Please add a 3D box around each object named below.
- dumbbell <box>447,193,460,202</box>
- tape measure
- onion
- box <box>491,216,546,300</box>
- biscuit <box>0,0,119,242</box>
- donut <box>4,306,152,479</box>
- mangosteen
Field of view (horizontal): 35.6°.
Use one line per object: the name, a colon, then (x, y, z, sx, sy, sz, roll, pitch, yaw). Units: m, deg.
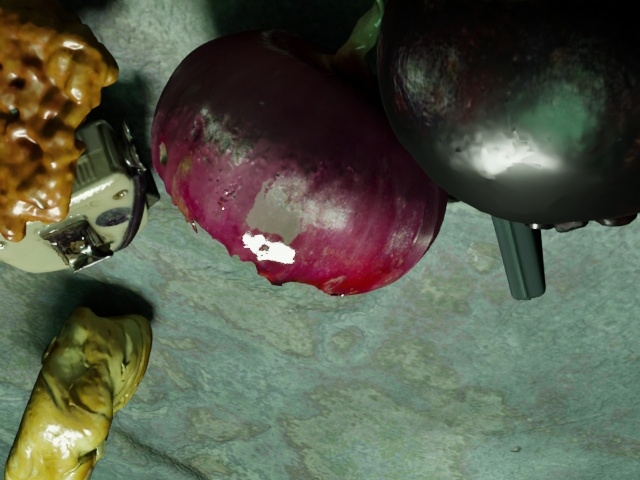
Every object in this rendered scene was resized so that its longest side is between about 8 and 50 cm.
dumbbell: (0.134, -0.072, 1.334, 0.099, 0.099, 0.208, 29, 137, -18)
tape measure: (-0.333, -0.049, 1.424, 0.271, 0.133, 0.231, -27, 159, 7)
onion: (0.001, -0.105, 1.148, 0.345, 0.358, 0.358, -29, 125, 27)
box: (0.249, -0.047, 1.281, 0.050, 0.160, 0.230, -8, 135, 16)
biscuit: (-0.426, -0.173, 1.261, 0.318, 0.110, 0.312, 21, 104, 9)
donut: (-0.419, 0.280, 1.738, 0.170, 0.360, 0.360, 23, 140, -9)
mangosteen: (0.237, -0.226, 0.943, 0.382, 0.382, 0.435, -2, 108, 18)
